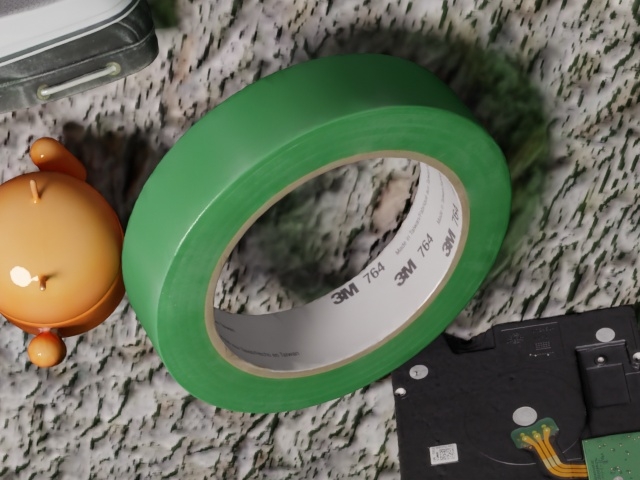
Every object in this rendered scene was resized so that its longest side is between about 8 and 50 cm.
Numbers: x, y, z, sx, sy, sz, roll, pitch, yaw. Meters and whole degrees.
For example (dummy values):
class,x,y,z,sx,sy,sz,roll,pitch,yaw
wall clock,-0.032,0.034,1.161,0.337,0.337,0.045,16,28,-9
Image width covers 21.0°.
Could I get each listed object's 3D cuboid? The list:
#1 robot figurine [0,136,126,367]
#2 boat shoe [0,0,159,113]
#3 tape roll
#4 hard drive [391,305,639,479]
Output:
class,x,y,z,sx,sy,sz,roll,pitch,yaw
robot figurine,-0.222,0.011,1.422,0.128,0.158,0.219,38,171,3
boat shoe,-0.284,-0.123,1.332,0.335,0.121,0.119,-16,127,9
tape roll,0.000,0.000,1.406,0.321,0.077,0.321,-19,138,-18
hard drive,0.188,0.211,1.513,0.236,0.339,0.064,-10,132,6
